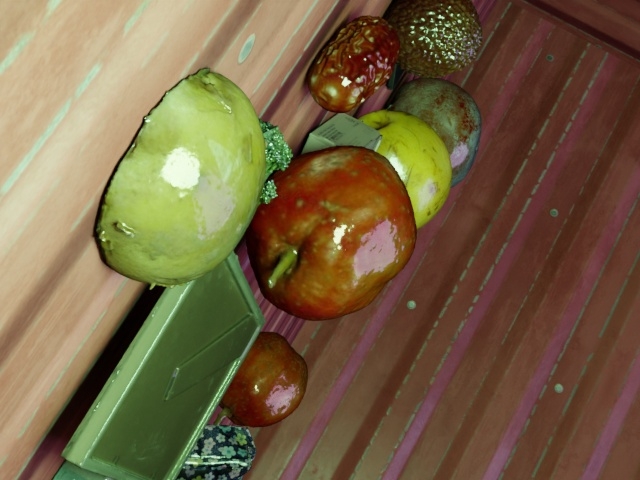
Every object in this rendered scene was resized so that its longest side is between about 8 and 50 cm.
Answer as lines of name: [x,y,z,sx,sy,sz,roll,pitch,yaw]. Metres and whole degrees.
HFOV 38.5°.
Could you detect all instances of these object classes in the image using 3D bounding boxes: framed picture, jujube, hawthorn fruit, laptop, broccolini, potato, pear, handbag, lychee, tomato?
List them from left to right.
framed picture: [-0.189,0.187,1.267,0.326,0.028,0.446,-60,167,-16]
handbag: [-0.245,0.431,1.723,0.207,0.229,0.126,110,-23,-45]
potato: [-0.120,-0.051,0.972,0.299,0.116,0.239,99,17,-77]
broccolini: [-0.109,-0.020,1.311,0.079,0.074,0.392,-48,166,-35]
hawthorn fruit: [-0.149,0.321,2.008,0.253,0.205,0.205,-50,168,-39]
hawthorn fruit: [0.000,0.000,1.473,0.330,0.287,0.287,-38,159,-52]
jujube: [0.052,-0.262,1.376,0.176,0.109,0.112,-53,137,-37]
pear: [0.147,-0.144,1.975,0.280,0.281,0.280,-59,174,-11]
laptop: [0.198,-0.444,2.095,0.153,0.026,0.207,-58,173,-12]
tomato: [0.288,-0.281,2.486,0.317,0.283,0.316,20,90,-76]
lychee: [0.206,-0.394,1.709,0.194,0.194,0.194,-59,174,-11]

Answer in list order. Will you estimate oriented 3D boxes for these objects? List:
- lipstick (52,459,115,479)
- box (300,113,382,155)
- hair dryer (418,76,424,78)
lipstick: [-0.269,0.246,1.288,0.317,0.066,0.068,-58,170,-23]
box: [0.003,-0.099,1.734,0.251,0.106,0.203,-64,174,25]
hair dryer: [0.316,-0.483,2.681,0.278,0.090,0.135,-58,180,45]
